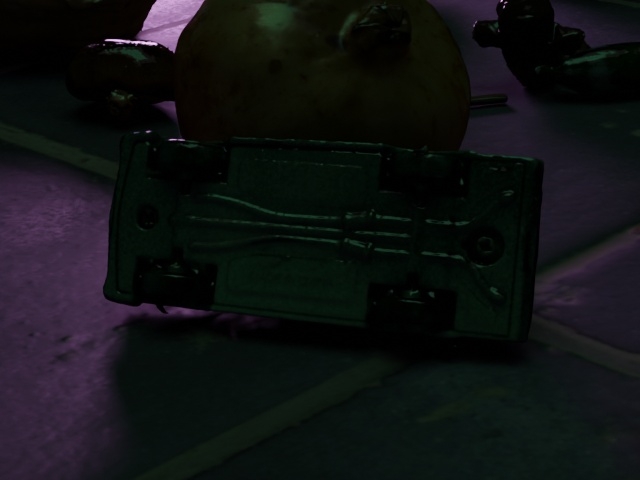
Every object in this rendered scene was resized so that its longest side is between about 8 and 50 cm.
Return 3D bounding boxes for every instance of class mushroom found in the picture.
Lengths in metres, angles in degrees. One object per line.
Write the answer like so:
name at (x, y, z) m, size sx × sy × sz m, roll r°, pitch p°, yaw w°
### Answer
mushroom at (-0.198, -0.163, 1.633) m, size 0.127 × 0.087 × 0.127 m, roll 5°, pitch 1°, yaw 0°

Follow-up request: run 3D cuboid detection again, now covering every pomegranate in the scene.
pomegranate at (0.002, -0.123, 1.308) m, size 0.248 × 0.248 × 0.248 m, roll -1°, pitch 23°, yaw 1°

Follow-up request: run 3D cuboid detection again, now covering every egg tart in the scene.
egg tart at (-0.305, -0.300, 1.879) m, size 0.341 × 0.132 × 0.341 m, roll -2°, pitch 22°, yaw 1°

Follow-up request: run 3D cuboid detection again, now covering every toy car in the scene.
toy car at (0.000, 0.000, 1.163) m, size 0.321 × 0.141 × 0.097 m, roll 5°, pitch -4°, yaw 16°

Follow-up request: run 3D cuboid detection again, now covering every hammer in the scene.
hammer at (0.103, -0.136, 1.612) m, size 0.182 × 0.017 × 0.062 m, roll -6°, pitch 24°, yaw -12°

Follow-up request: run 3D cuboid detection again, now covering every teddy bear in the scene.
teddy bear at (0.222, -0.202, 1.673) m, size 0.119 × 0.078 × 0.160 m, roll 6°, pitch -15°, yaw 22°

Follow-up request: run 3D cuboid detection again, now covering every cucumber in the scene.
cucumber at (0.337, -0.178, 1.651) m, size 0.250 × 0.056 × 0.056 m, roll -7°, pitch 24°, yaw -14°
